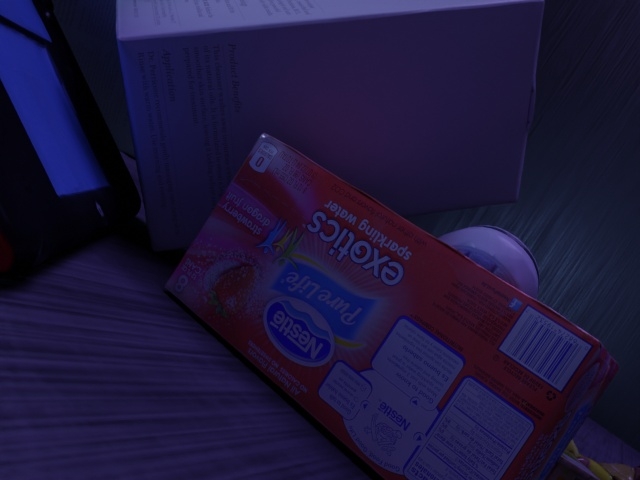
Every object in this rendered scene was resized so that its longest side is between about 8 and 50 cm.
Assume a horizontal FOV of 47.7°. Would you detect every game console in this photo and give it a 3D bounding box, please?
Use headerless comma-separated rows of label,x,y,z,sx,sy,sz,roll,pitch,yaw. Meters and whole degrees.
game console,-0.241,-0.156,0.523,0.342,0.060,0.386,62,0,-8

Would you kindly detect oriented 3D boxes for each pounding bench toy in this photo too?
pounding bench toy,0.185,0.204,0.580,0.052,0.065,0.083,33,3,-16

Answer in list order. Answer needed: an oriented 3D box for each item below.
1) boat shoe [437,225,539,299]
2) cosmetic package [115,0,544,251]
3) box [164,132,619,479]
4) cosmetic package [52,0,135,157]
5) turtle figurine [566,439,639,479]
boat shoe,0.154,0.061,0.744,0.121,0.119,0.335,48,-20,15
cosmetic package,0.007,-0.137,0.718,0.384,0.217,0.156,-8,33,-13
box,0.048,0.065,0.552,0.299,0.154,0.142,34,2,30
cosmetic package,-0.246,-0.308,0.736,0.284,0.377,0.097,21,24,-8
turtle figurine,0.294,0.254,0.717,0.217,0.087,0.269,34,3,16
